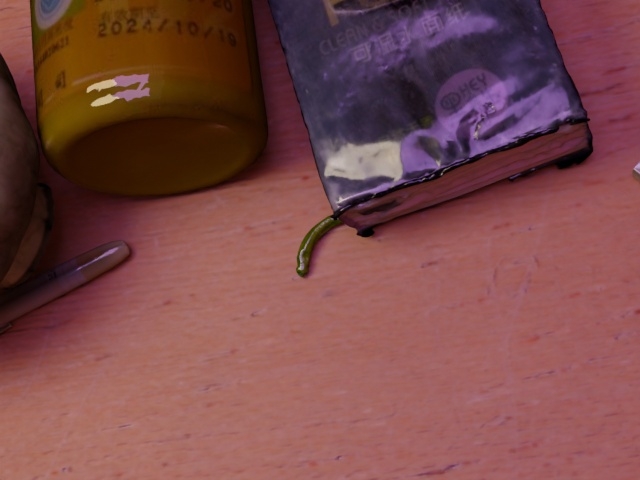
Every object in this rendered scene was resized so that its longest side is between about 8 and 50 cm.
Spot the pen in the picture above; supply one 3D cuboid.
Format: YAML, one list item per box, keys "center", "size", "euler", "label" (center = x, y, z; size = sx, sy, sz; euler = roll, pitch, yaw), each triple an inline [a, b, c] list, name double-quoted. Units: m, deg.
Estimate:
- center: [-0.301, 0.062, 1.210]
  size: [0.233, 0.032, 0.040]
  euler: [-26, 89, 4]
  label: "pen"

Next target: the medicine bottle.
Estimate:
- center: [-0.180, -0.257, 1.176]
  size: [0.224, 0.224, 0.384]
  euler: [-11, 71, 11]
  label: "medicine bottle"

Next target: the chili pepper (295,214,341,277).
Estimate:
- center: [0.000, 0.000, 1.163]
  size: [0.030, 0.017, 0.083]
  euler: [34, 84, 1]
  label: "chili pepper"

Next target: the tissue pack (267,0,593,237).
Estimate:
- center: [0.090, -0.212, 1.154]
  size: [0.259, 0.122, 0.361]
  euler: [-19, 71, 11]
  label: "tissue pack"

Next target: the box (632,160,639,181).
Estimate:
- center: [0.342, -0.078, 1.098]
  size: [0.083, 0.024, 0.054]
  euler: [-45, 66, -2]
  label: "box"

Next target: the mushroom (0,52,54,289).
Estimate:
- center: [-0.407, -0.054, 1.146]
  size: [0.352, 0.260, 0.352]
  euler: [-24, 55, 39]
  label: "mushroom"
